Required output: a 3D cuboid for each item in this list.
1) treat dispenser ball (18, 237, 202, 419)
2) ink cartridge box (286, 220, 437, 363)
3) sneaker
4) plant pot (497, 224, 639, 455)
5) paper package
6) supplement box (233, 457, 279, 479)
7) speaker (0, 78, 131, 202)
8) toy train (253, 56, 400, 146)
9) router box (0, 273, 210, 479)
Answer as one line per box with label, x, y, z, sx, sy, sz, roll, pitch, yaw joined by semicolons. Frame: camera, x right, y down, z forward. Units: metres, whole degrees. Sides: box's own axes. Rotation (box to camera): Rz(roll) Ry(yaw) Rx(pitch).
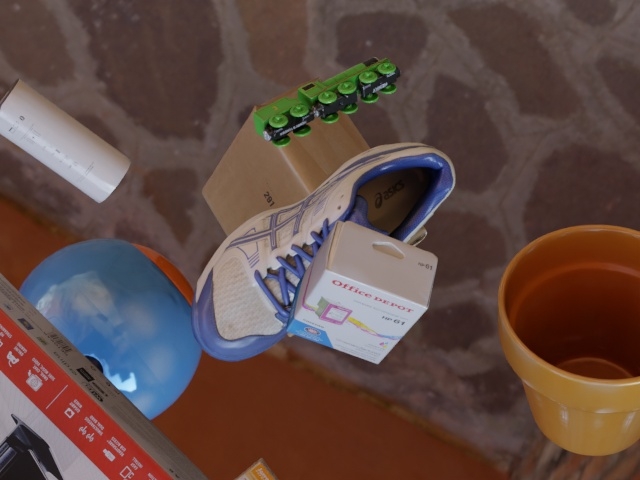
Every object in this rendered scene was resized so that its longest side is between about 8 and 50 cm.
treat dispenser ball;-0.318;0.139;1.714;0.288;0.288;0.288;21;143;17
ink cartridge box;0.032;0.044;0.943;0.089;0.052;0.122;20;147;-7
sneaker;0.000;0.000;1.090;0.112;0.296;0.131;50;167;-9
plant pot;0.287;0.120;1.199;0.205;0.205;0.188;16;142;22
paper package;-0.023;-0.050;1.974;0.325;0.168;0.309;56;145;11
supplement box;-0.087;0.303;1.308;0.062;0.098;0.036;51;179;4
speaker;-0.253;-0.095;1.122;0.136;0.055;0.055;36;145;-19
toy train;0.003;-0.071;0.574;0.024;0.083;0.017;39;148;40
router box;-0.310;0.249;1.113;0.335;0.301;0.082;43;-175;5
